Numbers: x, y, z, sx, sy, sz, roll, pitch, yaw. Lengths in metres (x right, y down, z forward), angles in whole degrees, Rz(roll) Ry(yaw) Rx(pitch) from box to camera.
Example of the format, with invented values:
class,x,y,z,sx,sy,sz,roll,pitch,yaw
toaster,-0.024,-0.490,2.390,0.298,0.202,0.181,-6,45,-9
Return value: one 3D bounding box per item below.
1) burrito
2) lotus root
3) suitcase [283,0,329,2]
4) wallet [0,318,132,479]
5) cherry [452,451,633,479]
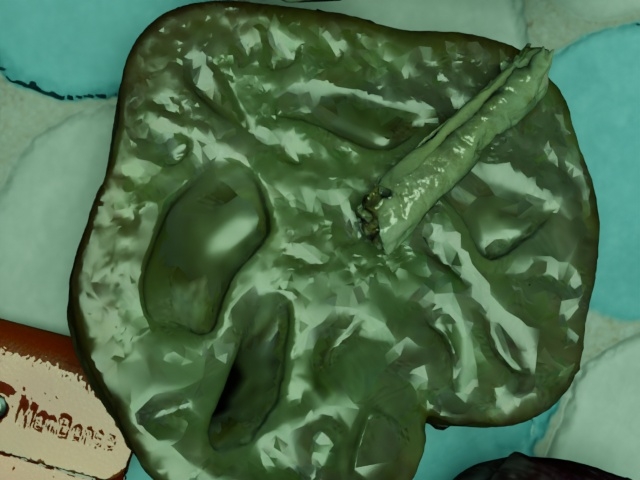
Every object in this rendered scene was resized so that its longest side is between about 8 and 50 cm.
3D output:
class,x,y,z,sx,sy,sz,roll,pitch,yaw
burrito,0.094,-0.065,1.259,0.185,0.045,0.041,-43,97,-14
lotus root,0.000,0.000,1.302,0.390,0.111,0.375,-39,89,-12
suitcase,0.069,-0.340,1.268,0.352,0.194,0.339,-5,105,-13
wallet,-0.229,0.125,1.323,0.204,0.045,0.142,16,89,-8
cherry,0.152,0.241,1.311,0.195,0.195,0.195,0,91,-7
